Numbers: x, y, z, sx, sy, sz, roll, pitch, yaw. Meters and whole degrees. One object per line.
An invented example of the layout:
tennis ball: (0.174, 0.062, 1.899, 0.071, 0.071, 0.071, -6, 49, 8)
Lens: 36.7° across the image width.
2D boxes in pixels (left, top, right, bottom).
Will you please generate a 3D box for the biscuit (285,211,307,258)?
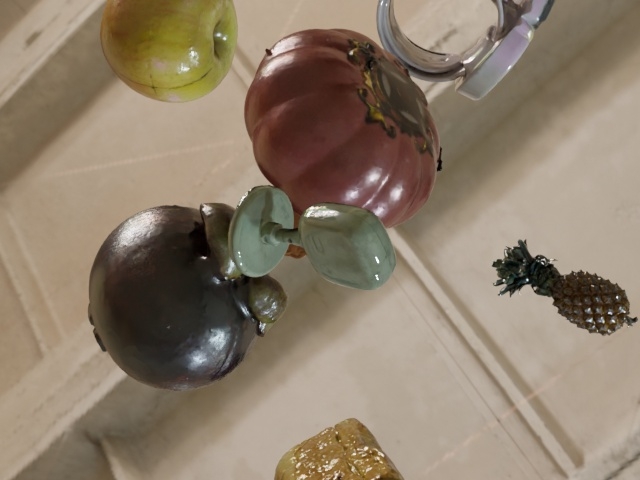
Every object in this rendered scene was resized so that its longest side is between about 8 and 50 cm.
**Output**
biscuit: (-0.033, -0.015, 1.683, 0.130, 0.019, 0.102, 21, -82, 13)

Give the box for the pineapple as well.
pineapple: (0.358, 0.075, 1.407, 0.221, 0.083, 0.103, 25, -147, 2)

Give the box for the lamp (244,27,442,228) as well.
lamp: (0.013, -0.085, 0.793, 0.140, 0.182, 0.182, -33, -126, 31)

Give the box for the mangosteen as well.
mangosteen: (-0.136, 0.055, 0.987, 0.210, 0.210, 0.209, -10, -118, 19)

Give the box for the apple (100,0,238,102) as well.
apple: (-0.292, -0.399, 1.863, 0.233, 0.286, 0.286, 12, -110, 13)

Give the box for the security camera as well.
security camera: (0.000, 0.000, 0.532, 0.092, 0.058, 0.058, 11, -109, 33)

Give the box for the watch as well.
watch: (0.217, -0.364, 1.483, 0.231, 0.196, 0.244, 35, -64, -4)

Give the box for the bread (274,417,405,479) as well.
bread: (0.027, 0.339, 1.257, 0.167, 0.294, 0.132, -32, -85, -5)
